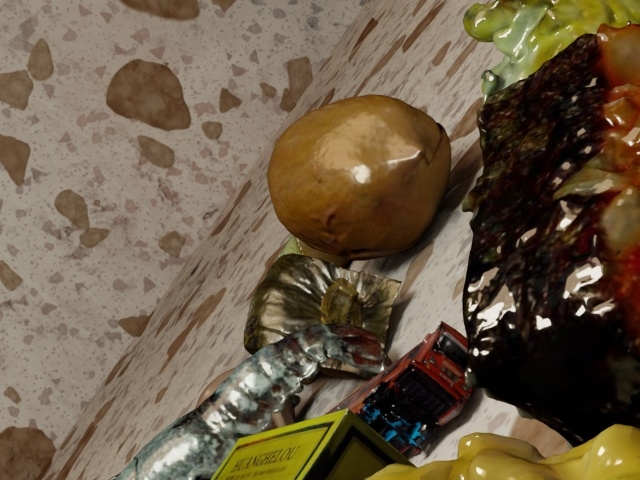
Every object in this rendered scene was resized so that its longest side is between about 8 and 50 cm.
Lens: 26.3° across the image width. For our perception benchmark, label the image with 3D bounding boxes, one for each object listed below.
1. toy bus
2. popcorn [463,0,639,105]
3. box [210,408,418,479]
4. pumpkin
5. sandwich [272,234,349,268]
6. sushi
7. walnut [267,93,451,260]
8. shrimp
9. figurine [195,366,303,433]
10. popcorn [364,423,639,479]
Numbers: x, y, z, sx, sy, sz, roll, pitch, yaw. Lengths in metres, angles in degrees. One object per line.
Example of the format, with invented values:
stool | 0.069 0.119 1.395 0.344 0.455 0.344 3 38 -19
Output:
toy bus | 0.055 0.159 1.236 0.235 0.073 0.096 -44 8 43
popcorn | 0.217 -0.171 1.272 0.198 0.212 0.198 -35 -20 -15
box | 0.049 0.187 0.725 0.064 0.220 0.141 -56 14 -28
pumpkin | -0.010 0.088 1.563 0.131 0.126 0.248 -60 13 -21
sandwich | 0.000 0.000 1.880 0.090 0.088 0.244 -44 14 54
sushi | 0.208 -0.009 0.888 0.182 0.196 0.343 -24 32 31
walnut | 0.050 -0.072 1.635 0.203 0.203 0.298 -57 15 -16
shrimp | -0.104 0.234 1.403 0.411 0.166 0.221 -53 14 2
figurine | -0.085 0.206 1.561 0.138 0.125 0.125 -31 20 24
popcorn | 0.110 0.165 0.468 0.265 0.332 0.225 0 -83 -69
